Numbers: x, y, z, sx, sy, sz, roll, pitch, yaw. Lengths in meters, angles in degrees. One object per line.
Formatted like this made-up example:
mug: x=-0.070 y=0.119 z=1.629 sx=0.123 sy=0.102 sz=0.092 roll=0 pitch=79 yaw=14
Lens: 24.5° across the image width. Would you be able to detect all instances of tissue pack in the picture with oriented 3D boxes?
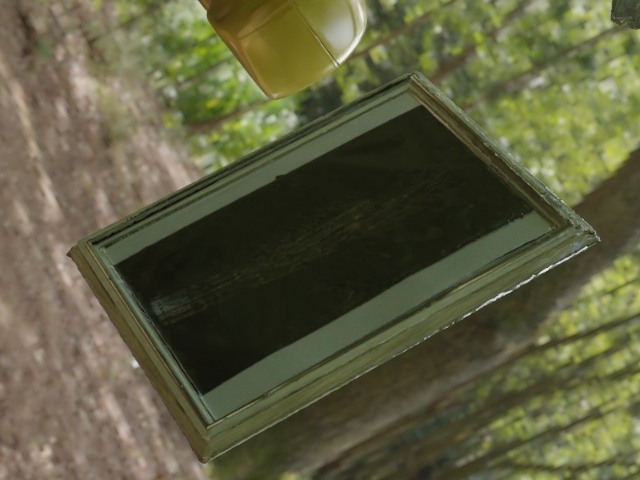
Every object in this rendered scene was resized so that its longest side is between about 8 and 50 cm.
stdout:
tissue pack: x=-0.037 y=-0.212 z=1.232 sx=0.123 sy=0.127 sz=0.178 roll=53 pitch=4 yaw=-41

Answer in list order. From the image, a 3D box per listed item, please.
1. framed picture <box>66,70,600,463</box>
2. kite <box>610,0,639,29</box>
framed picture: x=0.000 y=0.000 z=0.980 sx=0.231 sy=0.293 sz=0.018 roll=49 pitch=-18 yaw=43
kite: x=0.353 y=-0.203 z=1.163 sx=0.245 sy=0.141 sz=0.015 roll=19 pitch=-3 yaw=9
